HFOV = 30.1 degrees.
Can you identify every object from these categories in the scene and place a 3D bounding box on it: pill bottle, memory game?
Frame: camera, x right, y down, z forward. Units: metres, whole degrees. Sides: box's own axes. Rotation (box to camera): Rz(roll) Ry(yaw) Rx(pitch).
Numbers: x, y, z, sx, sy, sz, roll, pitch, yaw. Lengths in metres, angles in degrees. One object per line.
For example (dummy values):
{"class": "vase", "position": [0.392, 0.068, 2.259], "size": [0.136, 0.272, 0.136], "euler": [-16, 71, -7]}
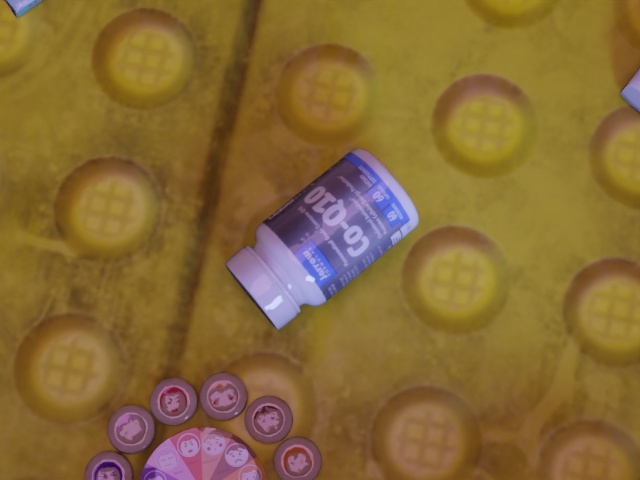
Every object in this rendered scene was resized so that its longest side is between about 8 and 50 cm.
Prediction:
{"class": "pill bottle", "position": [0.000, 0.000, 0.903], "size": [0.137, 0.078, 0.078], "euler": [-40, 82, -7]}
{"class": "memory game", "position": [-0.087, 0.191, 0.898], "size": [0.186, 0.012, 0.186], "euler": [0, 79, 0]}

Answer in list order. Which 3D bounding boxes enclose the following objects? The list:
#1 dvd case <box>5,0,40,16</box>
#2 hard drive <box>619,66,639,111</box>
{"class": "dvd case", "position": [-0.251, -0.255, 0.983], "size": [0.087, 0.013, 0.119], "euler": [-37, 81, -7]}
{"class": "hard drive", "position": [0.415, -0.176, 0.958], "size": [0.203, 0.040, 0.307], "euler": [38, 81, 7]}
